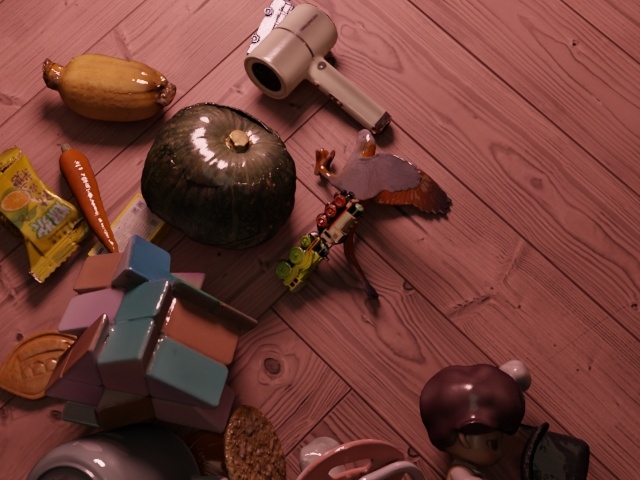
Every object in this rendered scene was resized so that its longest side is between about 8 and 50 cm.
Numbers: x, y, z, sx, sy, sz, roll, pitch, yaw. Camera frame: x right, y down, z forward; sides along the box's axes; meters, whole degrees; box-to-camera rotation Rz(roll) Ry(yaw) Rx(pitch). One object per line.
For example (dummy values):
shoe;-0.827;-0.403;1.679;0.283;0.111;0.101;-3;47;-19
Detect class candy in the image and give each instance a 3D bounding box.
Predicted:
candy;-0.649;-0.063;1.984;0.297;0.081;0.187;41;78;11

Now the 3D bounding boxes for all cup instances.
cup;-0.352;0.481;1.673;0.357;0.274;0.259;-10;83;20

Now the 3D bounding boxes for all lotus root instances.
lotus root;-0.474;-0.343;2.032;0.303;0.130;0.146;9;52;3

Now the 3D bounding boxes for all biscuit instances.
biscuit;-0.128;0.429;1.774;0.033;0.220;0.219;-20;73;22
biscuit;-0.585;0.263;1.920;0.221;0.029;0.141;-12;74;-1

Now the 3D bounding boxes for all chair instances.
chair;0.448;0.432;1.745;0.145;0.221;0.140;17;75;7

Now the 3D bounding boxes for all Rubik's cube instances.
Rubik's cube;-0.320;0.206;1.765;0.387;0.368;0.358;9;54;5

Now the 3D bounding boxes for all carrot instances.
carrot;-0.506;-0.089;1.972;0.069;0.069;0.336;-27;63;-6

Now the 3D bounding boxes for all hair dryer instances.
hair dryer;0.025;-0.352;2.029;0.362;0.128;0.203;40;67;0

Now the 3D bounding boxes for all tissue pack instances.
tissue pack;-0.412;-0.003;1.972;0.095;0.062;0.176;34;79;12

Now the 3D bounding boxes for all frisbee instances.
frisbee;-0.233;0.483;1.847;0.192;0.035;0.192;0;74;2

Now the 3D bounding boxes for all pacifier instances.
pacifier;0.045;0.496;1.732;0.273;0.332;0.220;19;36;27

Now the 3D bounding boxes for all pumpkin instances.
pumpkin;-0.206;-0.137;1.905;0.328;0.257;0.291;20;49;-3

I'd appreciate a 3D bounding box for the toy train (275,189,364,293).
toy train;0.000;0.000;1.917;0.085;0.053;0.249;44;107;15

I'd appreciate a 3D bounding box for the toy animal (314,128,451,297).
toy animal;0.092;-0.076;1.972;0.302;0.225;0.284;39;100;24

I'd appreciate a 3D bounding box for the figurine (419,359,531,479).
figurine;0.301;0.410;1.728;0.206;0.218;0.364;-18;63;32

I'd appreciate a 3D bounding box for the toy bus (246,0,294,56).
toy bus;-0.117;-0.488;2.106;0.065;0.047;0.165;23;76;4
